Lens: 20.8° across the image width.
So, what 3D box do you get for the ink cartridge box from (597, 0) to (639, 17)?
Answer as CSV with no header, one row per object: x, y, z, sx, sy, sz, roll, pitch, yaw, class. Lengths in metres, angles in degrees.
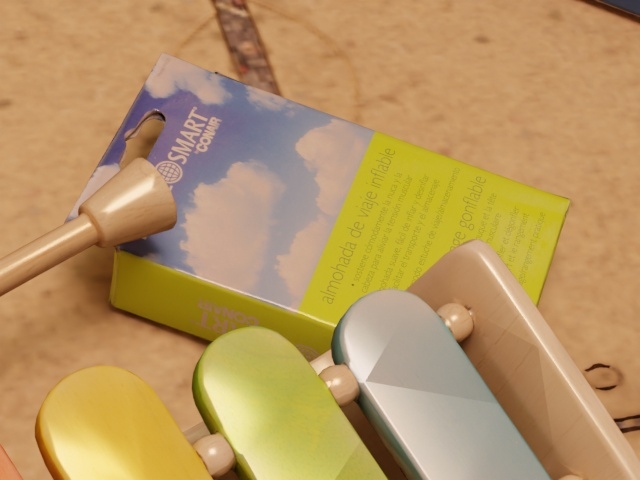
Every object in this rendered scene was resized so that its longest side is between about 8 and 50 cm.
0.255,-0.219,0.861,0.396,0.151,0.270,23,50,4,ink cartridge box

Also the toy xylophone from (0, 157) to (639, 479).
-0.063,0.096,0.547,0.323,0.081,0.236,-36,81,-31,toy xylophone

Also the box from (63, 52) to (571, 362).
0.000,0.000,0.690,0.178,0.042,0.109,20,49,4,box
